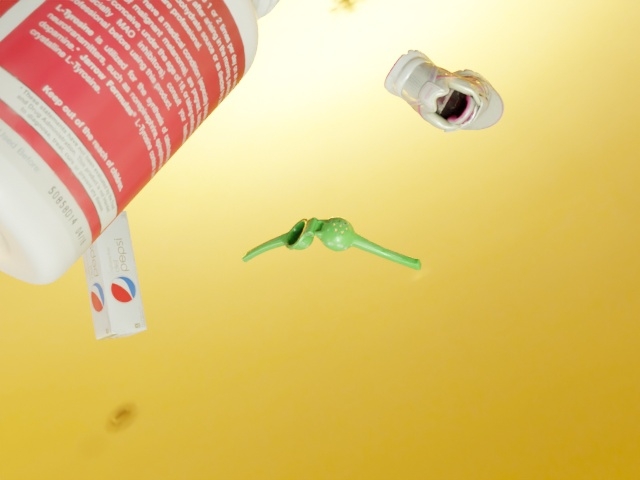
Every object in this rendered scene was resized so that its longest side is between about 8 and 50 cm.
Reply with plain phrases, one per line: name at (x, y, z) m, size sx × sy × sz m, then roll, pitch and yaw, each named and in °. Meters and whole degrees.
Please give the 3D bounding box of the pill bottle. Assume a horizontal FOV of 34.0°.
pill bottle at (-0.207, -0.176, 0.987) m, size 0.229 × 0.229 × 0.408 m, roll 11°, pitch -126°, yaw 47°

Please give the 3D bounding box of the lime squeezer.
lime squeezer at (0.000, 0.000, 1.665) m, size 0.310 × 0.110 × 0.059 m, roll 1°, pitch -109°, yaw 21°

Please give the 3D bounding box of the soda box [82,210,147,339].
soda box at (-0.366, 0.061, 1.832) m, size 0.069 × 0.216 × 0.074 m, roll -6°, pitch 170°, yaw -37°

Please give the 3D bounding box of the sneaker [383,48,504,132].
sneaker at (0.216, -0.216, 1.677) m, size 0.111 × 0.252 × 0.103 m, roll 52°, pitch -60°, yaw 38°
